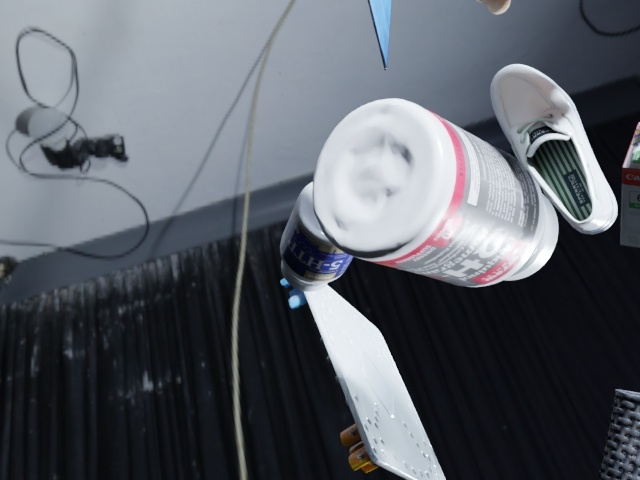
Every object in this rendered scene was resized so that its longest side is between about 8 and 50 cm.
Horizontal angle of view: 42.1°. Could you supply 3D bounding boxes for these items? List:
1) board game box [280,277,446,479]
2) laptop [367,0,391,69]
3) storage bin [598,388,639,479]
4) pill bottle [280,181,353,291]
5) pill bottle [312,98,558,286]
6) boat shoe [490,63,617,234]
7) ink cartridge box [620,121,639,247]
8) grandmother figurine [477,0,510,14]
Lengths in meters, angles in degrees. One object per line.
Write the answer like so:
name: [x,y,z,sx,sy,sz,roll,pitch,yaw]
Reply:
board game box: [0.086,0.272,1.520,0.050,0.389,0.390,-31,145,11]
laptop: [0.178,-0.561,1.310,0.408,0.236,0.382,-31,141,-8]
storage bin: [0.305,0.170,0.591,0.122,0.180,0.084,14,87,-33]
pill bottle: [0.000,0.000,1.244,0.112,0.112,0.186,-1,151,-16]
pill bottle: [0.154,-0.039,0.984,0.176,0.176,0.319,-43,145,25]
boat shoe: [0.260,-0.112,0.935,0.083,0.226,0.076,-38,159,21]
ink cartridge box: [0.250,-0.057,0.635,0.029,0.063,0.115,9,134,28]
grandmother figurine: [0.190,-0.341,0.860,0.104,0.342,0.207,-31,137,-55]
